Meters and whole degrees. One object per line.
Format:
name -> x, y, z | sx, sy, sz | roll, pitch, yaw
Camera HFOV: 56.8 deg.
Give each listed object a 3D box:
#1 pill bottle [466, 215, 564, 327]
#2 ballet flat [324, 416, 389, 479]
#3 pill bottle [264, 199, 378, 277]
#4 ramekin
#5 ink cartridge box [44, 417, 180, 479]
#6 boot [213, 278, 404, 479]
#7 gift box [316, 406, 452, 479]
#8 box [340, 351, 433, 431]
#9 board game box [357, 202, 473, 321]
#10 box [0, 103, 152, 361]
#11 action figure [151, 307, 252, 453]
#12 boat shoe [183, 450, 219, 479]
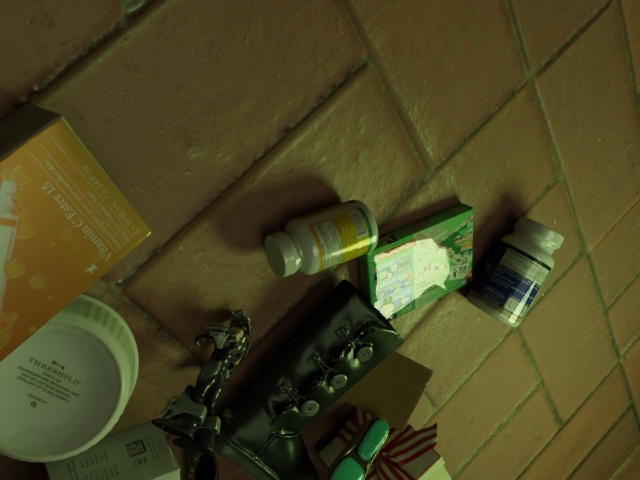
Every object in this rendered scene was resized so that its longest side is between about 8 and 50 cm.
pill bottle -> 0.509, 0.079, 1.541 | 0.153, 0.153, 0.264 | 26, 95, -39
ballet flat -> 0.074, 0.499, 1.338 | 0.080, 0.073, 0.232 | 50, 56, -3
pill bottle -> 0.000, 0.000, 1.180 | 0.208, 0.117, 0.117 | -20, 122, -26
ramekin -> -0.425, 0.218, 0.934 | 0.273, 0.127, 0.273 | -2, 94, -21
ink cartridge box -> -0.403, 0.512, 1.077 | 0.272, 0.130, 0.309 | -12, 128, -29
boot -> 0.012, 0.352, 1.336 | 0.445, 0.146, 0.367 | -47, 129, -6
gift box -> 0.173, 0.553, 1.488 | 0.276, 0.255, 0.258 | -44, 138, -13
box -> 0.142, 0.337, 1.411 | 0.164, 0.201, 0.021 | -64, 173, 7
board game box -> 0.234, 0.059, 1.414 | 0.317, 0.046, 0.213 | -21, 121, -25
box -> -0.452, 0.005, 0.812 | 0.345, 0.168, 0.215 | -45, 129, -19
action figure -> -0.201, 0.245, 1.123 | 0.185, 0.099, 0.285 | 85, 21, -49
boat shoe -> -0.256, 0.508, 1.280 | 0.073, 0.073, 0.207 | -18, 122, -27
